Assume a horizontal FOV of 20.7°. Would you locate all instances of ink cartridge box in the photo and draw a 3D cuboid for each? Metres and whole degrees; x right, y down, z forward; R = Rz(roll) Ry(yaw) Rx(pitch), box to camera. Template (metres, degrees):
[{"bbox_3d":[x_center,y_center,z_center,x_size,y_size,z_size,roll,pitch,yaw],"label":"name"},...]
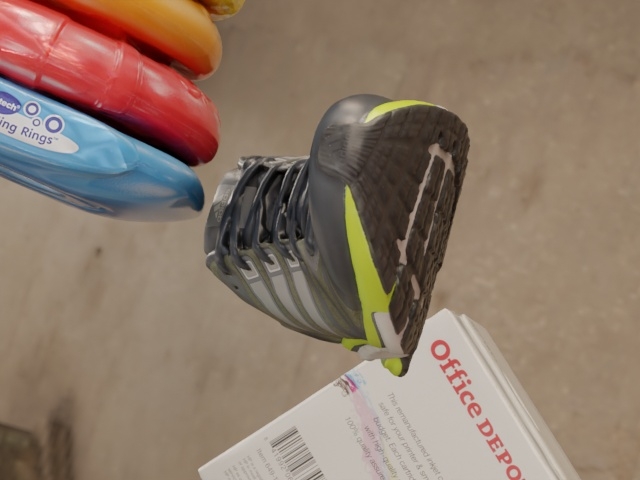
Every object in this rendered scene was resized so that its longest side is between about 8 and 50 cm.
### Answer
[{"bbox_3d":[0.073,0.220,1.588,0.270,0.197,0.198,-33,75,8],"label":"ink cartridge box"}]

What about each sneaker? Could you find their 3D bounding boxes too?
[{"bbox_3d":[0.000,0.000,0.862,0.300,0.121,0.111,89,-164,-75],"label":"sneaker"}]

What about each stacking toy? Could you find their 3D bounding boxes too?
[{"bbox_3d":[-0.085,-0.167,0.845,0.166,0.175,0.302,109,-175,-85],"label":"stacking toy"}]
